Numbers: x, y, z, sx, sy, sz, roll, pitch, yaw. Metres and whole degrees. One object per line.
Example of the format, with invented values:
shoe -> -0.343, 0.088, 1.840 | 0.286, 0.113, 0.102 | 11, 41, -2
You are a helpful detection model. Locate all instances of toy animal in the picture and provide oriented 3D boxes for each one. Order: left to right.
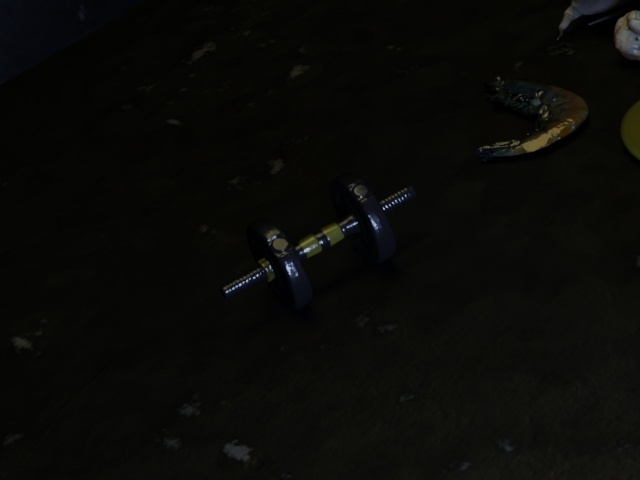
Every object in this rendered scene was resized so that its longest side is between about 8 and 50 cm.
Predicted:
toy animal -> 0.588, -0.373, 2.091 | 0.185, 0.104, 0.184 | -37, 1, 4

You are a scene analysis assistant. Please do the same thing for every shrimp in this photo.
shrimp -> 0.307, -0.205, 1.998 | 0.198, 0.051, 0.262 | -33, 35, -20

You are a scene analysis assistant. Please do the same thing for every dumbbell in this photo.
dumbbell -> 0.000, 0.000, 1.751 | 0.326, 0.143, 0.143 | -29, 31, -15

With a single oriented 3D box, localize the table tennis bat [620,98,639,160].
table tennis bat -> 0.565, -0.216, 1.869 | 0.224, 0.054, 0.368 | -16, 35, 9

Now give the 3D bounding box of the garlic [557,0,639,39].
garlic -> 0.602, -0.490, 2.178 | 0.340, 0.231, 0.245 | -47, 21, 35
